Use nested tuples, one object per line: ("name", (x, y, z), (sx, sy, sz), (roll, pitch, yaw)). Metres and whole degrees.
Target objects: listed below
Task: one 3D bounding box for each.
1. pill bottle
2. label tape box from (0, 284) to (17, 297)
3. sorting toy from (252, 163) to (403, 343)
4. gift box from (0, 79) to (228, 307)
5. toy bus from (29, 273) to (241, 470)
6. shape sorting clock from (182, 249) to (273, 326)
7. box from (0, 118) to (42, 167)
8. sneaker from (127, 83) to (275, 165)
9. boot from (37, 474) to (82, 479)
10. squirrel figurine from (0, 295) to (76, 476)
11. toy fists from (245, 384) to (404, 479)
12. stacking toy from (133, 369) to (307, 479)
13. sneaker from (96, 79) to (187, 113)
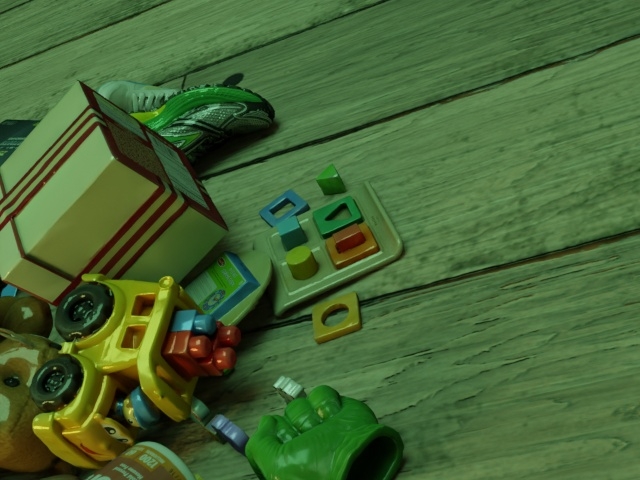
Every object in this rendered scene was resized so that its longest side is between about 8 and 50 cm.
("pill bottle", (-0.230, 0.310, 0.987), (0.121, 0.121, 0.216), (6, 26, 39))
("label tape box", (-0.645, 0.057, 1.588), (0.334, 0.106, 0.240), (-4, 67, 33))
("sorting toy", (0.000, 0.000, 1.318), (0.196, 0.047, 0.347), (-28, 36, 3))
("gift box", (-0.319, -0.037, 1.377), (0.258, 0.255, 0.276), (-46, 38, 10))
("toy bus", (-0.205, 0.154, 1.140), (0.211, 0.149, 0.220), (-3, 53, 23))
("shape sorting clock", (-0.148, 0.088, 1.310), (0.206, 0.040, 0.206), (-33, 25, 18))
("box", (-0.542, -0.146, 1.699), (0.233, 0.059, 0.183), (6, 39, 38))
("sneaker", (-0.237, -0.157, 1.639), (0.343, 0.134, 0.146), (-20, 73, 4))
("boot", (-0.375, 0.404, 1.069), (0.283, 0.109, 0.220), (-20, 40, 3))
("squirrel figurine", (-0.485, 0.235, 1.252), (0.370, 0.281, 0.397), (22, 74, 36))
("toy fists", (-0.045, 0.267, 0.990), (0.142, 0.096, 0.279), (13, 55, 46))
("stacking toy", (-0.130, 0.215, 1.149), (0.221, 0.052, 0.167), (17, 57, 47))
("sneaker", (-0.303, -0.241, 1.710), (0.092, 0.087, 0.229), (2, 8, 34))
